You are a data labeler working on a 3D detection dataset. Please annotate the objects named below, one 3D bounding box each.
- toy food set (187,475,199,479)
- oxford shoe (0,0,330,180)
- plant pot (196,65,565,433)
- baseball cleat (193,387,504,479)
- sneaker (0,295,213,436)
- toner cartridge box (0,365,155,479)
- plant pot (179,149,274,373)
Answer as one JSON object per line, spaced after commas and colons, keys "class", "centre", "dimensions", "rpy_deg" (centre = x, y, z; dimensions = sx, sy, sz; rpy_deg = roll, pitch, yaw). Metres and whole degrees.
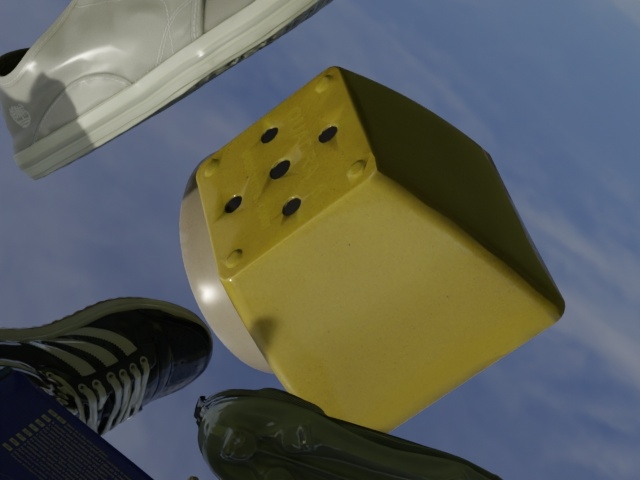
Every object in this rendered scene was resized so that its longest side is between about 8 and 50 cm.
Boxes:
{"class": "toy food set", "centre": [-0.129, 0.286, 1.131], "dimensions": [0.039, 0.192, 0.132], "rpy_deg": [11, -126, -35]}
{"class": "oxford shoe", "centre": [-0.122, -0.190, 1.142], "dimensions": [0.130, 0.449, 0.169], "rpy_deg": [61, -148, -7]}
{"class": "plant pot", "centre": [0.023, -0.003, 1.032], "dimensions": [0.187, 0.212, 0.212], "rpy_deg": [42, -160, -37]}
{"class": "baseball cleat", "centre": [0.028, 0.127, 0.737], "dimensions": [0.206, 0.072, 0.109], "rpy_deg": [29, -178, -14]}
{"class": "sneaker", "centre": [-0.174, 0.119, 0.992], "dimensions": [0.282, 0.099, 0.153], "rpy_deg": [-4, -156, -38]}
{"class": "toner cartridge box", "centre": [-0.065, 0.212, 0.604], "dimensions": [0.348, 0.075, 0.165], "rpy_deg": [38, -159, 6]}
{"class": "plant pot", "centre": [0.000, 0.000, 1.588], "dimensions": [0.284, 0.191, 0.284], "rpy_deg": [31, -129, -47]}
